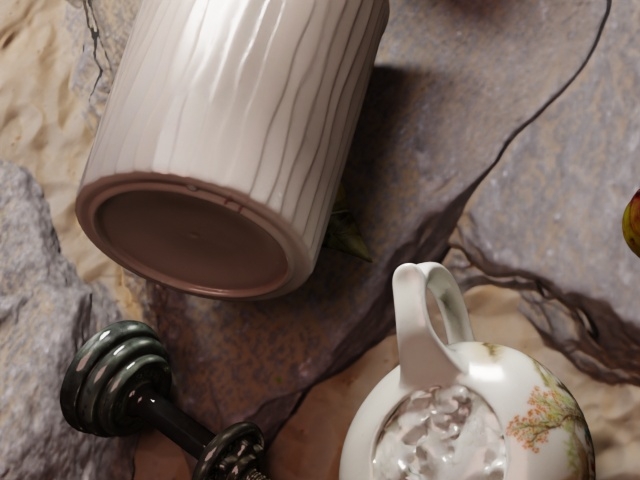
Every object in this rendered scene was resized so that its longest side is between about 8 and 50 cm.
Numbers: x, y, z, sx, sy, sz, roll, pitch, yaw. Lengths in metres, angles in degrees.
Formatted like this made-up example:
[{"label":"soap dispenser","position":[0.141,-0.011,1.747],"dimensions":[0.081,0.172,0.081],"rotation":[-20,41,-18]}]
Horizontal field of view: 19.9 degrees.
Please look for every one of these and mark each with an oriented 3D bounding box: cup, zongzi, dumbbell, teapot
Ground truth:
[{"label":"cup","position":[-0.094,-0.105,1.536],"dimensions":[0.288,0.208,0.273],"rotation":[-13,51,41]},{"label":"zongzi","position":[0.000,0.000,1.575],"dimensions":[0.076,0.040,0.083],"rotation":[-32,75,25]},{"label":"dumbbell","position":[-0.118,0.160,1.545],"dimensions":[0.254,0.110,0.110],"rotation":[33,90,30]},{"label":"teapot","position":[0.102,0.164,1.380],"dimensions":[0.204,0.139,0.298],"rotation":[-21,62,26]}]

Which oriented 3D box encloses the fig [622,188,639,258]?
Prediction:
[{"label":"fig","position":[0.282,-0.009,1.383],"dimensions":[0.084,0.082,0.098],"rotation":[-43,89,-11]}]
